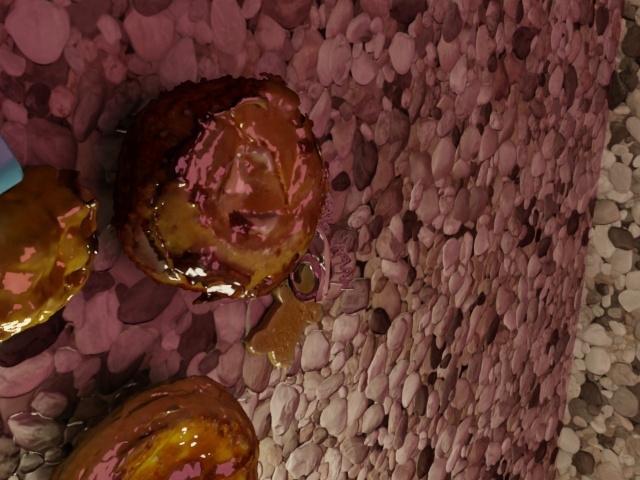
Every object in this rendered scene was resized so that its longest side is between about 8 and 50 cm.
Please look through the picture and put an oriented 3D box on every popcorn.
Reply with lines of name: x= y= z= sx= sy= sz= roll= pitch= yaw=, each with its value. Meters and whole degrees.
popcorn: x=-0.371 y=0.015 z=0.938 sx=0.254 sy=0.191 sz=0.190 roll=-54 pitch=150 yaw=-35

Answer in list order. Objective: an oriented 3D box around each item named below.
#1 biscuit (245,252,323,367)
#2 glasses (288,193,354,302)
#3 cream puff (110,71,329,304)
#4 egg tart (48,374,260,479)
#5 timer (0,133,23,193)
biscuit: x=-0.051 y=0.127 z=1.459 sx=0.153 sy=0.030 sz=0.234 roll=43 pitch=69 yaw=-48
glasses: x=-0.001 y=-0.002 z=1.406 sx=0.162 sy=0.095 sz=0.256 roll=-36 pitch=112 yaw=-43
cream puff: x=-0.156 y=-0.075 z=1.118 sx=0.350 sy=0.228 sz=0.351 roll=-11 pitch=106 yaw=-40
egg tart: x=-0.276 y=0.409 z=1.176 sx=0.443 sy=0.178 sz=0.444 roll=-20 pitch=116 yaw=-47
timer: x=-0.437 y=-0.154 z=0.773 sx=0.091 sy=0.231 sz=0.250 roll=-40 pitch=128 yaw=-31
